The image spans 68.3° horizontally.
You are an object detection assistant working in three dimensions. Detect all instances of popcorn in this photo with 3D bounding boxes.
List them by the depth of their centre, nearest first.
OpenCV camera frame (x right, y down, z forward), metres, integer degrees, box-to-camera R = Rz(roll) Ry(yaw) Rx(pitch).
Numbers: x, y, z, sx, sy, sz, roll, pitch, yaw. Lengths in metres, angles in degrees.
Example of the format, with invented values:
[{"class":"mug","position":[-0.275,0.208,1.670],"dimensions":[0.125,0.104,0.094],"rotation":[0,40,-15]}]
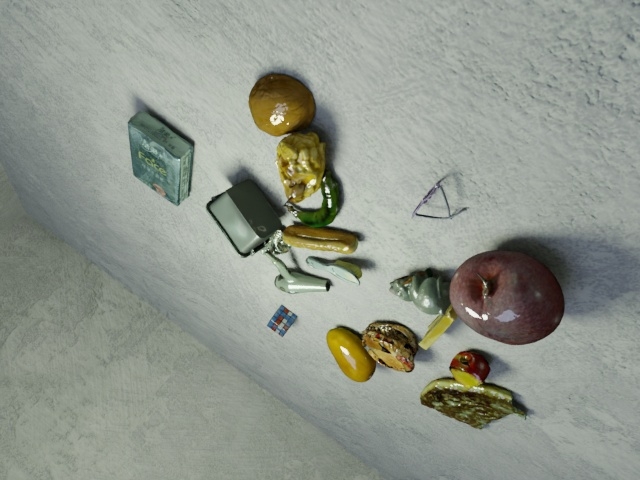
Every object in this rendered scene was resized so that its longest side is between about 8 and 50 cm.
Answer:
[{"class":"popcorn","position":[-0.051,-0.206,1.284],"dimensions":[0.140,0.163,0.194],"rotation":[-6,129,-6]}]

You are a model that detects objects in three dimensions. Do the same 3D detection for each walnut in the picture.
[{"class":"walnut","position":[-0.119,-0.340,1.229],"dimensions":[0.211,0.087,0.167],"rotation":[-4,125,45]}]

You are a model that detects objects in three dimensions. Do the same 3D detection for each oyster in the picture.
[{"class":"oyster","position":[-0.170,0.008,1.730],"dimensions":[0.124,0.064,0.177],"rotation":[31,145,17]}]

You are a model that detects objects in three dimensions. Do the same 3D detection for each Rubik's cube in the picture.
[{"class":"Rubik's cube","position":[-0.174,0.366,2.142],"dimensions":[0.092,0.092,0.092],"rotation":[36,147,4]}]

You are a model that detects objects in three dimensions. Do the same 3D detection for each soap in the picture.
[{"class":"soap","position":[0.380,0.259,1.483],"dimensions":[0.037,0.092,0.252],"rotation":[33,147,10]}]

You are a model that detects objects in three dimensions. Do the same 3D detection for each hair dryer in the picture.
[{"class":"hair dryer","position":[-0.078,0.128,1.746],"dimensions":[0.229,0.092,0.267],"rotation":[12,151,13]}]

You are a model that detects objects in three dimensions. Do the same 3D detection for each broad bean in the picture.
[{"class":"broad bean","position":[-0.008,-0.110,1.440],"dimensions":[0.144,0.049,0.292],"rotation":[44,147,-7]}]

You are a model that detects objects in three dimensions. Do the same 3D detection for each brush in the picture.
[{"class":"brush","position":[0.052,0.088,1.630],"dimensions":[0.296,0.060,0.068],"rotation":[16,143,52]}]

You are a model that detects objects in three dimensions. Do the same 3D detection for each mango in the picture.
[{"class":"mango","position":[0.130,0.467,1.936],"dimensions":[0.175,0.139,0.255],"rotation":[-21,110,49]}]

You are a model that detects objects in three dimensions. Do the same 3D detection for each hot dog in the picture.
[{"class":"hot dog","position":[-0.002,-0.001,1.539],"dimensions":[0.285,0.088,0.061],"rotation":[13,145,37]}]

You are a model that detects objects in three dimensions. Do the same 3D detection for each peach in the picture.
[{"class":"peach","position":[0.505,0.431,1.579],"dimensions":[0.127,0.092,0.172],"rotation":[19,155,35]}]

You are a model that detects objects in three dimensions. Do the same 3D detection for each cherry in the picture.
[{"class":"cherry","position":[0.463,0.148,1.160],"dimensions":[0.261,0.221,0.307],"rotation":[8,150,50]}]

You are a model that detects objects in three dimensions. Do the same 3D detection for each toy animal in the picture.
[{"class":"toy animal","position":[0.282,0.153,1.422],"dimensions":[0.236,0.138,0.108],"rotation":[-4,163,41]}]

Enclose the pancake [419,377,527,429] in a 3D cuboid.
[{"class":"pancake","position":[0.564,0.605,1.780],"dimensions":[0.304,0.067,0.427],"rotation":[30,146,-2]}]

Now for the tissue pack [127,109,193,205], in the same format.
[{"class":"tissue pack","position":[-0.576,-0.288,1.712],"dimensions":[0.227,0.103,0.316],"rotation":[34,148,2]}]

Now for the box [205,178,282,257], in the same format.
[{"class":"box","position":[-0.250,-0.082,1.586],"dimensions":[0.135,0.163,0.243],"rotation":[-34,91,46]}]

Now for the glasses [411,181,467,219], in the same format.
[{"class":"glasses","position":[0.300,-0.076,1.177],"dimensions":[0.103,0.063,0.140],"rotation":[36,148,1]}]

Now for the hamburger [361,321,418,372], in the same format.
[{"class":"hamburger","position":[0.261,0.396,1.757],"dimensions":[0.230,0.107,0.231],"rotation":[25,150,16]}]
